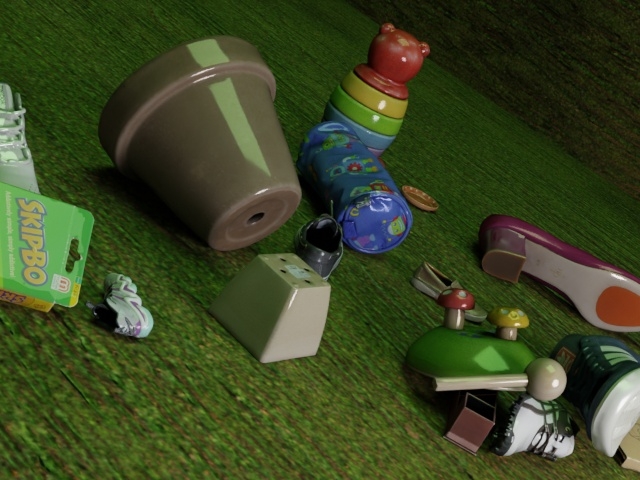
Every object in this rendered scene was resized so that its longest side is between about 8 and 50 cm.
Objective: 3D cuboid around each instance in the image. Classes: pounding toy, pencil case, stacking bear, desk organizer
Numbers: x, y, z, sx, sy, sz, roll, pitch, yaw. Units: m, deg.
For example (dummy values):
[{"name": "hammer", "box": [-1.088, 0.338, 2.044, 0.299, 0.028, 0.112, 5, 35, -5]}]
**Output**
[{"name": "pounding toy", "box": [0.212, 0.127, 1.357, 0.183, 0.110, 0.237, 7, 4, -6]}, {"name": "pencil case", "box": [0.048, -0.093, 1.781, 0.133, 0.119, 0.306, -9, 33, -13]}, {"name": "stacking bear", "box": [0.104, -0.280, 2.049, 0.175, 0.289, 0.164, 29, 20, 2]}, {"name": "desk organizer", "box": [0.194, 0.214, 1.326, 0.047, 0.050, 0.130, 29, 20, 2]}]

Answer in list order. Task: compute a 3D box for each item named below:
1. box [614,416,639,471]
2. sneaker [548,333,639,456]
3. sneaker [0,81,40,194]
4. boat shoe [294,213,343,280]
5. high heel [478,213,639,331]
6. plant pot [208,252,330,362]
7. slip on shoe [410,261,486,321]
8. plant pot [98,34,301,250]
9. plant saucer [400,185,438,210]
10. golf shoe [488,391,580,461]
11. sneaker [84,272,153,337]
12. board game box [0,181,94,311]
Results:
[{"name": "box", "box": [0.491, 0.300, 1.544, 0.201, 0.021, 0.164, 19, 22, -21]}, {"name": "sneaker", "box": [0.373, 0.194, 1.421, 0.148, 0.131, 0.350, 34, 6, 19]}, {"name": "sneaker", "box": [-0.400, -0.116, 1.244, 0.111, 0.129, 0.297, 12, 27, -45]}, {"name": "boat shoe", "box": [0.000, 0.000, 1.553, 0.080, 0.076, 0.228, 29, 20, 2]}, {"name": "high heel", "box": [0.481, 0.046, 1.970, 0.377, 0.127, 0.181, 24, 31, -3]}, {"name": "plant pot", "box": [-0.052, 0.074, 1.280, 0.109, 0.096, 0.109, 40, 23, 30]}, {"name": "slip on shoe", "box": [0.211, 0.082, 1.675, 0.135, 0.041, 0.051, 33, 21, 13]}, {"name": "plant pot", "box": [-0.147, -0.115, 1.456, 0.263, 0.263, 0.229, -1, 54, -53]}, {"name": "plant saucer", "box": [0.198, -0.083, 2.095, 0.083, 0.013, 0.083, 24, 21, -10]}, {"name": "golf shoe", "box": [0.282, 0.242, 1.335, 0.094, 0.077, 0.198, 36, 23, 19]}, {"name": "sneaker", "box": [-0.233, 0.068, 1.148, 0.069, 0.038, 0.098, 7, 28, -45]}, {"name": "board game box", "box": [-0.372, -0.013, 1.087, 0.259, 0.039, 0.124, 18, 56, -21]}]
